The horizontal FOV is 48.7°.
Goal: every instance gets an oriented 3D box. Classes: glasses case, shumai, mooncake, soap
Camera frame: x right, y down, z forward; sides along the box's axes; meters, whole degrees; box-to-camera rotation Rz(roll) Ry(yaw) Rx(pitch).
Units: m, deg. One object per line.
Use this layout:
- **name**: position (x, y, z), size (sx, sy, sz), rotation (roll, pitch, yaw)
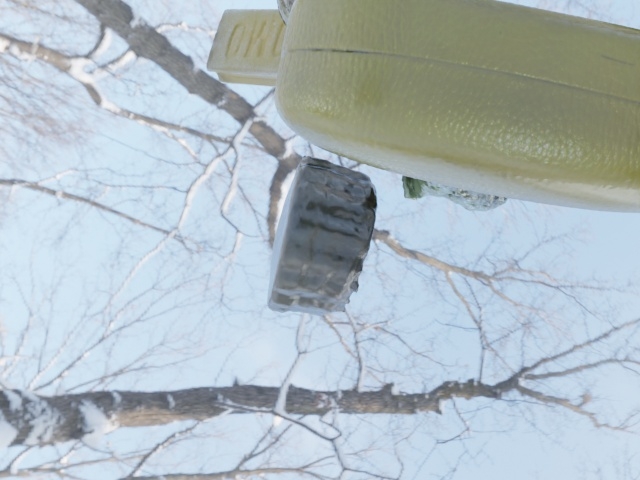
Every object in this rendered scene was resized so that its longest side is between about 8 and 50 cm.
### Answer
- **glasses case**: position (0.145, -0.107, 0.583), size (0.370, 0.173, 0.141), rotation (11, -89, 1)
- **shumai**: position (0.164, -0.117, 0.978), size (0.141, 0.184, 0.184), rotation (-24, -113, 36)
- **mooncake**: position (0.000, 0.000, 1.003), size (0.124, 0.228, 0.229), rotation (12, -97, -8)
- **soap**: position (-0.120, -0.448, 1.640), size (0.274, 0.089, 0.174), rotation (11, -99, 31)

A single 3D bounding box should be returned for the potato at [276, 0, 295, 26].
- **potato**: position (0.026, -0.433, 1.241), size (0.300, 0.196, 0.247), rotation (-115, -151, -65)
